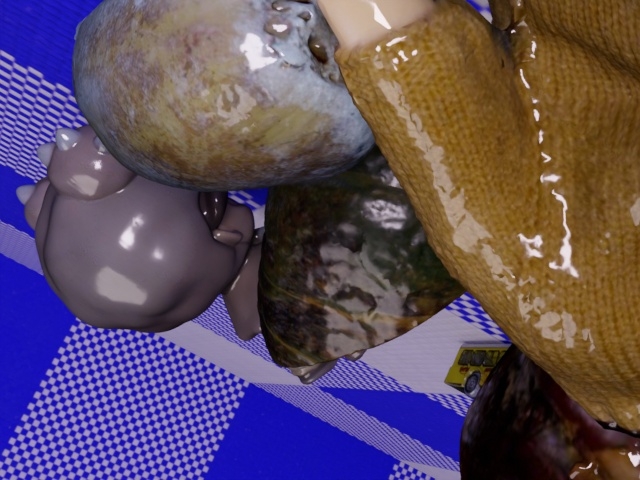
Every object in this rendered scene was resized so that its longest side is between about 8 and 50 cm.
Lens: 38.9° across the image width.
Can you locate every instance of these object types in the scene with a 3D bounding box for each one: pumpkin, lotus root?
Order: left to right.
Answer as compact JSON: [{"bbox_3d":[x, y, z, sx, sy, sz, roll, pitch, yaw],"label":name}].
[{"bbox_3d":[-0.068,-0.099,0.546,0.322,0.158,0.140,8,131,59],"label":"lotus root"},{"bbox_3d":[-0.004,0.003,0.712,0.278,0.111,0.163,-21,117,44],"label":"pumpkin"}]

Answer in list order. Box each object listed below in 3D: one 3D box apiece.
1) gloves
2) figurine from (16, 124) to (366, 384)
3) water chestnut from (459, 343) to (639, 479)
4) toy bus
[{"bbox_3d":[0.129,-0.057,0.374,0.203,0.155,0.356,-7,133,29],"label":"gloves"},{"bbox_3d":[-0.124,0.023,0.919,0.380,0.203,0.248,30,159,-18],"label":"figurine"},{"bbox_3d":[0.278,0.130,0.580,0.335,0.347,0.335,23,-160,-9],"label":"water chestnut"},{"bbox_3d":[0.236,0.165,1.055,0.081,0.074,0.226,31,163,-15],"label":"toy bus"}]
